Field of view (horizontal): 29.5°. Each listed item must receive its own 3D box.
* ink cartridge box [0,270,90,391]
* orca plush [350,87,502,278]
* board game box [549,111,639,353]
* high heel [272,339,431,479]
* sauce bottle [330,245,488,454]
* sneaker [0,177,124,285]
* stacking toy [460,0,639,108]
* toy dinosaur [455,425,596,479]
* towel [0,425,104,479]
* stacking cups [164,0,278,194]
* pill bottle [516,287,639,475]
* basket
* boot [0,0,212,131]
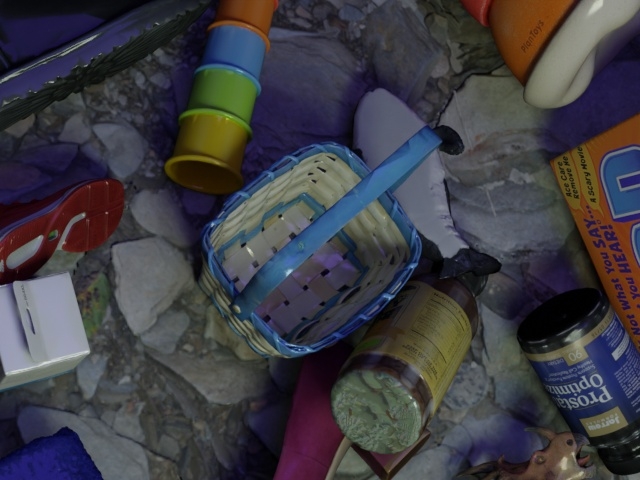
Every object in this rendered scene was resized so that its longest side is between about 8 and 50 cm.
[{"bbox_3d":[-0.300,0.095,1.258,0.090,0.143,0.092,-14,81,-25],"label":"ink cartridge box"},{"bbox_3d":[0.124,-0.055,1.493,0.151,0.102,0.287,-36,61,-11],"label":"orca plush"},{"bbox_3d":[0.586,-0.039,1.519,0.356,0.356,0.356,-18,82,-34],"label":"board game box"},{"bbox_3d":[-0.065,0.270,1.345,0.377,0.127,0.181,-37,70,-26],"label":"high heel"},{"bbox_3d":[0.115,0.108,1.379,0.111,0.111,0.344,48,32,-4],"label":"sauce bottle"},{"bbox_3d":[-0.320,-0.031,1.319,0.128,0.087,0.221,18,24,24],"label":"sneaker"},{"bbox_3d":[0.237,-0.438,1.578,0.480,0.350,0.350,42,63,10],"label":"stacking toy"},{"bbox_3d":[0.187,0.349,1.401,0.296,0.127,0.200,-21,84,-22],"label":"toy dinosaur"},{"bbox_3d":[-0.278,0.369,1.207,0.228,0.076,0.308,-27,83,-17],"label":"towel"},{"bbox_3d":[-0.109,-0.217,1.454,0.096,0.096,0.316,17,69,-17],"label":"stacking cups"},{"bbox_3d":[0.346,0.177,1.503,0.123,0.123,0.219,-39,105,-27],"label":"pill bottle"},{"bbox_3d":[0.000,0.000,1.326,0.255,0.289,0.201,-39,83,-24],"label":"basket"},{"bbox_3d":[-0.375,-0.371,1.346,0.367,0.146,0.445,-32,92,-26],"label":"boot"}]
